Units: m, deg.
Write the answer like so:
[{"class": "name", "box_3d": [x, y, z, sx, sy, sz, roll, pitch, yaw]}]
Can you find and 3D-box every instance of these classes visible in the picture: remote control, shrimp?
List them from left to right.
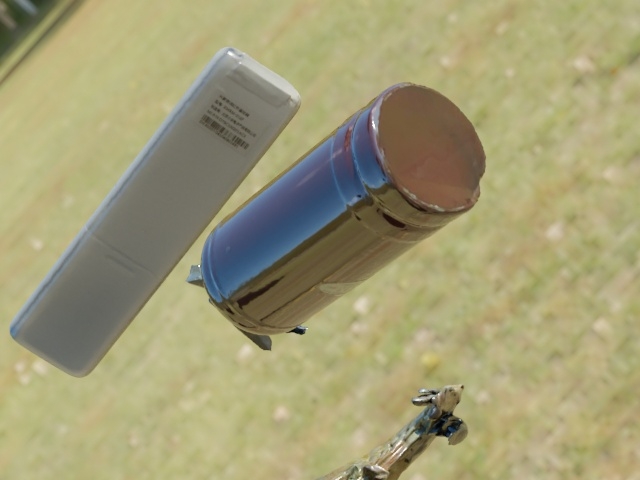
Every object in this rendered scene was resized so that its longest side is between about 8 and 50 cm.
[{"class": "remote control", "box_3d": [-0.112, -0.017, 1.317, 0.261, 0.067, 0.029, -51, 18, 19]}, {"class": "shrimp", "box_3d": [0.036, 0.168, 1.425, 0.219, 0.046, 0.152, -27, -15, -50]}]

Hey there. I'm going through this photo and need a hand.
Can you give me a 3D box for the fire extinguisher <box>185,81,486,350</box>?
[{"class": "fire extinguisher", "box_3d": [0.000, 0.000, 1.619, 0.337, 0.135, 0.114, -35, 29, 47]}]
